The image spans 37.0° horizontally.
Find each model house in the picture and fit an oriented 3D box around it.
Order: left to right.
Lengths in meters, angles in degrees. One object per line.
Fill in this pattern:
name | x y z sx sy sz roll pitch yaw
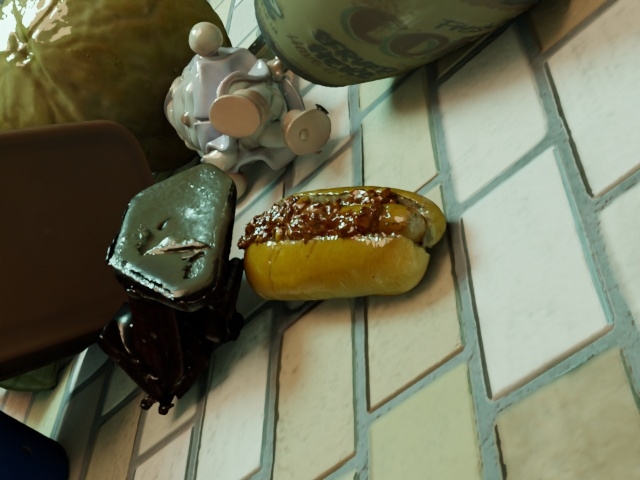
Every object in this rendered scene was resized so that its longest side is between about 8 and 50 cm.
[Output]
model house | -0.123 0.045 0.897 0.141 0.164 0.203 -3 38 14

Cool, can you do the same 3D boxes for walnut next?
walnut | -0.265 -0.217 1.247 0.333 0.333 0.333 -40 27 26

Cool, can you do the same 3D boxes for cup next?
cup | 0.083 -0.275 0.875 0.301 0.227 0.257 -34 4 -39

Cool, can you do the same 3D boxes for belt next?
belt | -0.411 0.289 1.065 0.347 0.117 0.212 -21 40 48

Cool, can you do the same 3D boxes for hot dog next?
hot dog | 0.000 0.000 0.778 0.249 0.076 0.102 -3 57 58

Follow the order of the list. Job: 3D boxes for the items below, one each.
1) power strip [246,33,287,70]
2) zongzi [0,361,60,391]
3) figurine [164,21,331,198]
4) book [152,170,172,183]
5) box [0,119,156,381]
power strip | -0.010 -0.296 1.229 0.286 0.048 0.080 -42 25 25
zongzi | -0.407 0.092 1.299 0.242 0.112 0.221 -10 64 59
figurine | -0.087 -0.143 1.056 0.133 0.200 0.276 -15 18 -19
book | -0.219 -0.151 1.442 0.192 0.013 0.168 -51 24 1
box | -0.347 0.021 1.025 0.229 0.239 0.339 -24 -4 40
